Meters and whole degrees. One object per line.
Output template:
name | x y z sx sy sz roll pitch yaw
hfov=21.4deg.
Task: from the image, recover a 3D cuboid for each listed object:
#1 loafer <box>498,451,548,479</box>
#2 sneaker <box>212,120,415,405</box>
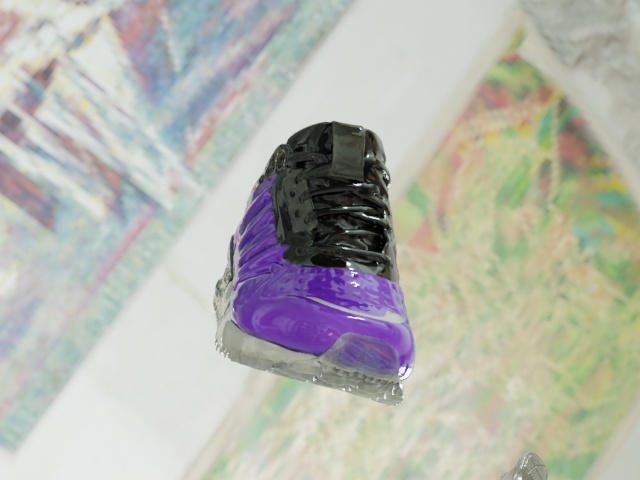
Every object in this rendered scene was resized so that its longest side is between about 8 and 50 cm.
loafer | 0.167 0.233 1.506 0.039 0.125 0.045 -36 -87 33
sneaker | -0.001 0.000 1.029 0.102 0.146 0.293 16 7 -14
